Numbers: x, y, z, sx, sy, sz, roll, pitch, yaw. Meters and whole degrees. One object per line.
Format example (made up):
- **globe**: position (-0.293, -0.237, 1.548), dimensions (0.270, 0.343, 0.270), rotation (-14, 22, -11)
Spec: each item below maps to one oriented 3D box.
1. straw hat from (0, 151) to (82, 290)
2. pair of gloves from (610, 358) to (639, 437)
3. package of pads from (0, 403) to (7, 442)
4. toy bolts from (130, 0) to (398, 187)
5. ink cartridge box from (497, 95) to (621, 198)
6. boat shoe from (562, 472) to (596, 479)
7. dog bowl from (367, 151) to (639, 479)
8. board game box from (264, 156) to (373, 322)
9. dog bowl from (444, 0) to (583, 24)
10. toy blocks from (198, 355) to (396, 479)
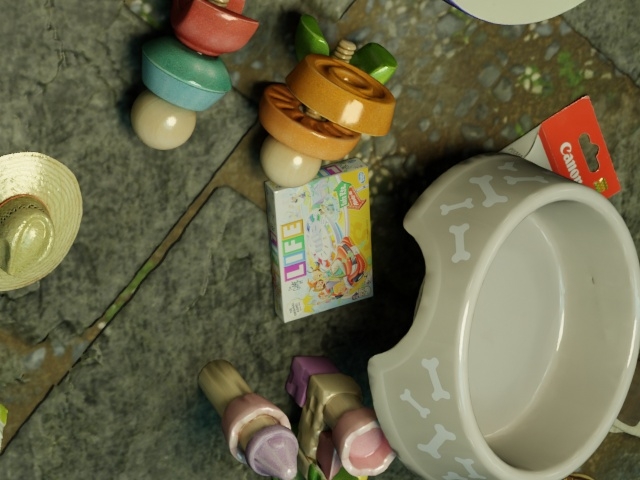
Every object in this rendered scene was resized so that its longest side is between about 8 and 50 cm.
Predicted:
- **straw hat**: position (-0.274, -0.004, 1.514), dimensions (0.144, 0.061, 0.144), rotation (-13, 122, -22)
- **pair of gloves**: position (0.417, 0.132, 1.975), dimensions (0.204, 0.042, 0.240), rotation (26, 100, -32)
- **package of pads**: position (-0.442, 0.229, 1.489), dimensions (0.229, 0.101, 0.296), rotation (33, 99, -16)
- **toy bolts**: position (-0.057, -0.117, 1.497), dimensions (0.228, 0.218, 0.158), rotation (22, 112, -17)
- **ink cartridge box**: position (0.243, -0.048, 1.779), dimensions (0.179, 0.045, 0.145), rotation (-32, 127, -6)
- **boat shoe**: position (0.299, 0.313, 1.998), dimensions (0.178, 0.060, 0.064), rotation (28, 101, -36)
- **dog bowl**: position (0.200, 0.089, 1.670), dimensions (0.348, 0.102, 0.349), rotation (-11, 105, -45)
- **board game box**: position (0.000, 0.000, 1.685), dimensions (0.103, 0.026, 0.154), rotation (-16, 123, -20)
- **dog bowl**: position (0.179, -0.339, 1.545), dimensions (0.264, 0.104, 0.265), rotation (-13, 121, -22)
- **toy blocks**: position (0.035, 0.287, 1.717), dimensions (0.309, 0.260, 0.289), rotation (-2, 117, -27)
